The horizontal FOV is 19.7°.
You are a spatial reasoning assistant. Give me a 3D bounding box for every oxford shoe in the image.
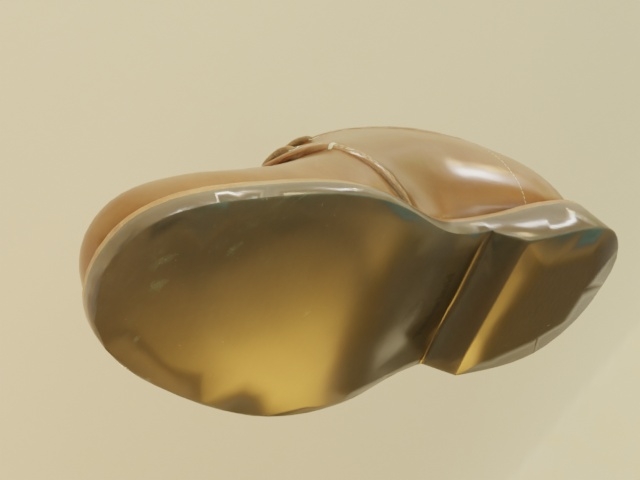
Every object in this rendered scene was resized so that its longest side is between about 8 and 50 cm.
[{"bbox_3d":[0.000,0.000,0.541,0.212,0.076,0.076,1,-52,-53],"label":"oxford shoe"}]
